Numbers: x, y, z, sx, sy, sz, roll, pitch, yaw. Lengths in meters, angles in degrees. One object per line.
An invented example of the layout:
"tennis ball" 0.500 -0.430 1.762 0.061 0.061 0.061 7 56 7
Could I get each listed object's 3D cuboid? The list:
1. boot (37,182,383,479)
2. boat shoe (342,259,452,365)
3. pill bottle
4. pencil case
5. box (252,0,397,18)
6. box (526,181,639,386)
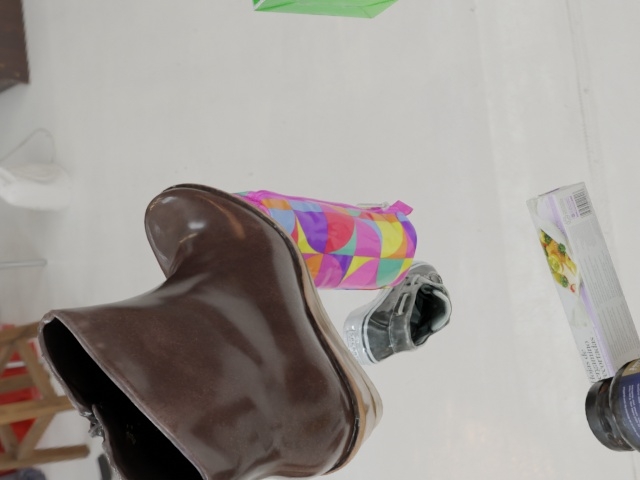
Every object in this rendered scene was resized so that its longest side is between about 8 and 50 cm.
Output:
"boot" -0.076 0.037 0.413 0.248 0.207 0.090 46 106 24
"boat shoe" 0.153 0.115 1.112 0.119 0.335 0.121 -7 104 27
"pill bottle" 0.420 0.188 0.811 0.219 0.123 0.122 -41 65 58
"pencil case" 0.000 0.000 0.722 0.104 0.236 0.104 0 90 43
"box" 0.002 -0.546 1.291 0.127 0.262 0.231 -7 88 63
"box" 0.384 0.079 0.992 0.324 0.067 0.063 70 159 -1
